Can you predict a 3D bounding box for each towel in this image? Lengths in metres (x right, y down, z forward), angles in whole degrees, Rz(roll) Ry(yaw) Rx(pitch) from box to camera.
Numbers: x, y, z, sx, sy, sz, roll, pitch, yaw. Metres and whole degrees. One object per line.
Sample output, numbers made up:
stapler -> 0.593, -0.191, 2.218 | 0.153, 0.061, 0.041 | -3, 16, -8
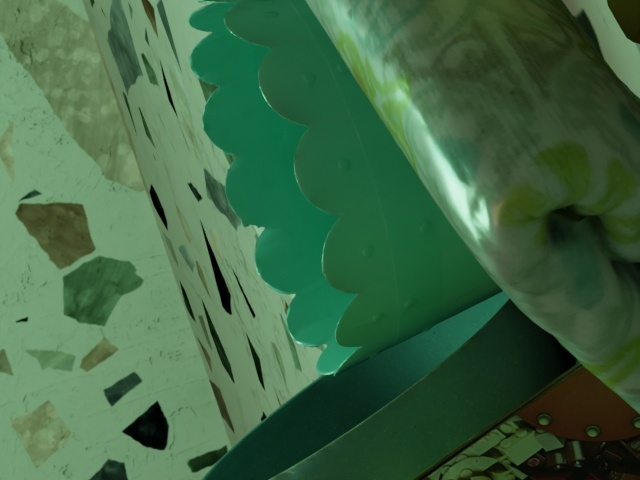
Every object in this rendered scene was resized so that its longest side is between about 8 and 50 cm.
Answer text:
towel -> 0.125, -0.028, 0.799 | 0.374, 0.090, 0.320 | 39, -166, -41

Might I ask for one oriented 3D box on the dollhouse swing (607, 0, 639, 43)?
dollhouse swing -> 0.050, -0.233, 0.715 | 0.347, 0.315, 0.305 | 64, 147, 19

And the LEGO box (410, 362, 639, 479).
LEGO box -> 0.211, 0.372, 1.001 | 0.372, 0.193, 0.500 | 39, 151, 39

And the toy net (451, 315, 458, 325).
toy net -> 0.083, -0.038, 1.446 | 0.232, 0.045, 0.122 | 67, 166, 4

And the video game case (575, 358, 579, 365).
video game case -> 0.182, 0.146, 1.226 | 0.119, 0.015, 0.166 | -72, -21, -46

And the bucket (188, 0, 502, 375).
bucket -> 0.040, -0.064, 1.246 | 0.281, 0.183, 0.281 | 160, 90, -78

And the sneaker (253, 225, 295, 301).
sneaker -> 0.000, 0.000, 1.768 | 0.123, 0.106, 0.290 | 55, 172, 28

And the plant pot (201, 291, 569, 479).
plant pot -> 0.080, 0.183, 1.320 | 0.195, 0.290, 0.290 | 55, 169, -4
